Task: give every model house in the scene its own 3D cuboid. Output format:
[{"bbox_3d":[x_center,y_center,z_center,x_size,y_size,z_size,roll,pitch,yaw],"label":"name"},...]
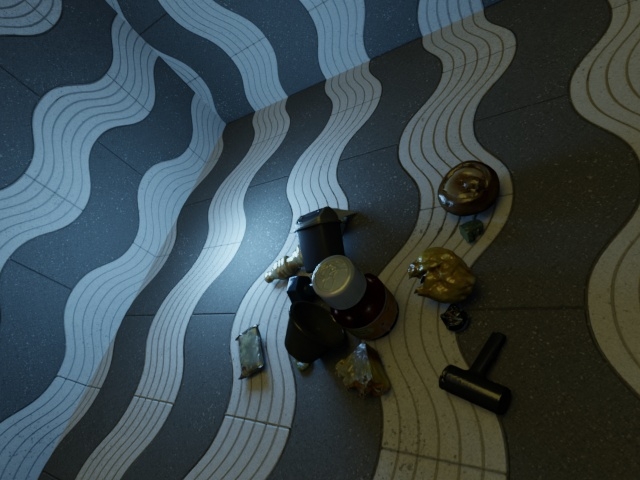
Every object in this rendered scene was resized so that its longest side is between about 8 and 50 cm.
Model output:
[{"bbox_3d":[0.601,-0.041,1.603,0.083,0.066,0.078,-22,30,1],"label":"model house"}]

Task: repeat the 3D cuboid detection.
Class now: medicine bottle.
[{"bbox_3d":[0.121,0.214,1.543,0.243,0.395,0.242,-21,50,26],"label":"medicine bottle"}]

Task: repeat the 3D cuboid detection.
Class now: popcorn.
[{"bbox_3d":[0.442,0.123,1.487,0.254,0.191,0.190,7,100,30],"label":"popcorn"}]

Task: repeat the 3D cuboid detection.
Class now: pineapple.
[{"bbox_3d":[0.153,0.476,1.503,0.236,0.114,0.186,10,64,49],"label":"pineapple"}]

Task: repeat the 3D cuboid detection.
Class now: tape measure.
[{"bbox_3d":[0.473,0.275,1.437,0.091,0.054,0.094,-45,32,3],"label":"tape measure"}]

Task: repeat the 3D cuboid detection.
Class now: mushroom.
[{"bbox_3d":[0.600,-0.206,1.661,0.253,0.153,0.253,-21,46,24],"label":"mushroom"}]

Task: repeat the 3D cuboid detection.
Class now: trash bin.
[{"bbox_3d":[0.000,0.000,1.922,0.210,0.182,0.290,-17,81,38],"label":"trash bin"}]

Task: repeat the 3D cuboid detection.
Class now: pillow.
[{"bbox_3d":[-0.330,0.526,1.933,0.169,0.059,0.255,-33,42,16],"label":"pillow"}]

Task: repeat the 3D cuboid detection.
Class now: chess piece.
[{"bbox_3d":[-0.168,0.133,2.097,0.307,0.124,0.138,-34,73,20],"label":"chess piece"}]

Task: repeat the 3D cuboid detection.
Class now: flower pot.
[{"bbox_3d":[-0.045,0.391,1.675,0.166,0.269,0.269,-57,36,17],"label":"flower pot"}]

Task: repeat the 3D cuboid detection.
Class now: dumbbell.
[{"bbox_3d":[0.007,0.210,1.838,0.325,0.159,0.144,-16,17,31],"label":"dumbbell"}]

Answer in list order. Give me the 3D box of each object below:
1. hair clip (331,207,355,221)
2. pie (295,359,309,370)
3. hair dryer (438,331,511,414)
[{"bbox_3d":[0.020,-0.105,2.099,0.282,0.113,0.172,-29,3,33],"label":"hair clip"},{"bbox_3d":[-0.077,0.515,1.744,0.084,0.021,0.084,-23,45,25],"label":"pie"},{"bbox_3d":[0.516,0.393,1.280,0.197,0.089,0.251,13,60,47],"label":"hair dryer"}]
